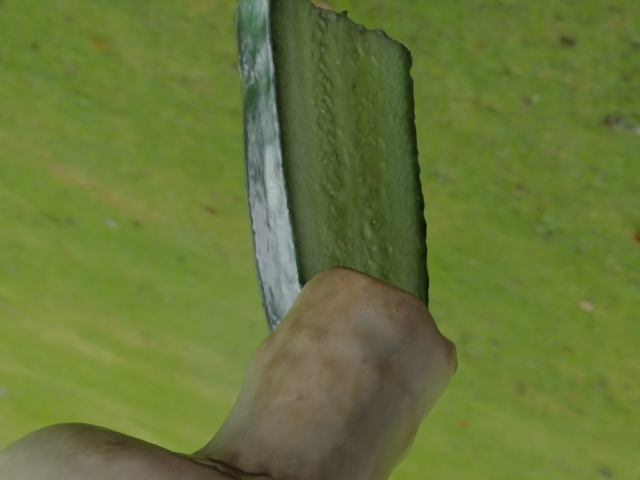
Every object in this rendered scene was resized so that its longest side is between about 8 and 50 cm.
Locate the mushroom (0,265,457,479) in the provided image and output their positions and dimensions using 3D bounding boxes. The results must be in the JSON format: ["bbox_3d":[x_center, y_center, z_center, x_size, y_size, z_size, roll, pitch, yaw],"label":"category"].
[{"bbox_3d":[-0.015,0.124,0.689,0.206,0.209,0.206,54,178,3],"label":"mushroom"}]

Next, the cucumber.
[{"bbox_3d":[0.000,0.000,0.984,0.063,0.244,0.115,-14,166,42],"label":"cucumber"}]
